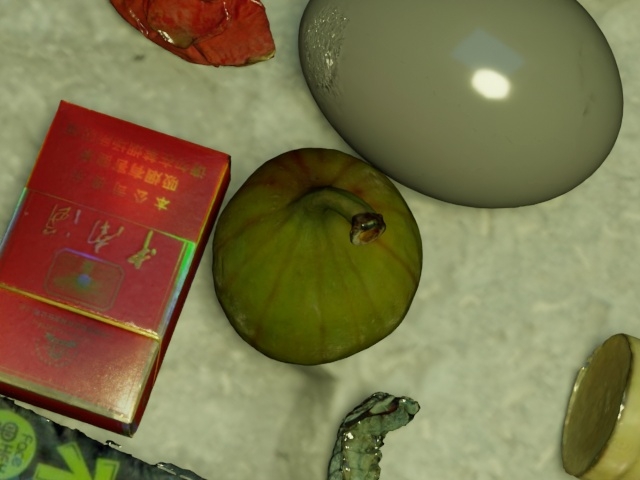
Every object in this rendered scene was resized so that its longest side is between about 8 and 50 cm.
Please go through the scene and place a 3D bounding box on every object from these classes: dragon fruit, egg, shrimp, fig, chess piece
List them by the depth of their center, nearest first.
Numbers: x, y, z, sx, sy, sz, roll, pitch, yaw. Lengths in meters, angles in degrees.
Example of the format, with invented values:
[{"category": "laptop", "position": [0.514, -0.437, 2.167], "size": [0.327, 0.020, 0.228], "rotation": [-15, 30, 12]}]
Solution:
[{"category": "fig", "position": [0.000, 0.000, 0.998], "size": [0.124, 0.236, 0.124], "rotation": [0, 80, -2]}, {"category": "shrimp", "position": [0.035, 0.175, 1.040], "size": [0.082, 0.076, 0.174], "rotation": [18, 59, -41]}, {"category": "chess piece", "position": [0.246, 0.125, 1.057], "size": [0.200, 0.090, 0.090], "rotation": [20, 70, -8]}, {"category": "egg", "position": [0.081, -0.098, 1.082], "size": [0.198, 0.146, 0.146], "rotation": [28, 71, 13]}, {"category": "dragon fruit", "position": [-0.095, -0.179, 1.123], "size": [0.083, 0.106, 0.162], "rotation": [-23, 76, -10]}]

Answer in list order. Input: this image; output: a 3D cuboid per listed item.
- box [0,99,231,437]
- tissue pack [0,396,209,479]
[{"category": "box", "position": [-0.132, 0.015, 1.082], "size": [0.112, 0.048, 0.175], "rotation": [18, 71, 2]}, {"category": "tissue pack", "position": [-0.185, 0.175, 1.010], "size": [0.235, 0.073, 0.173], "rotation": [23, 71, 4]}]
